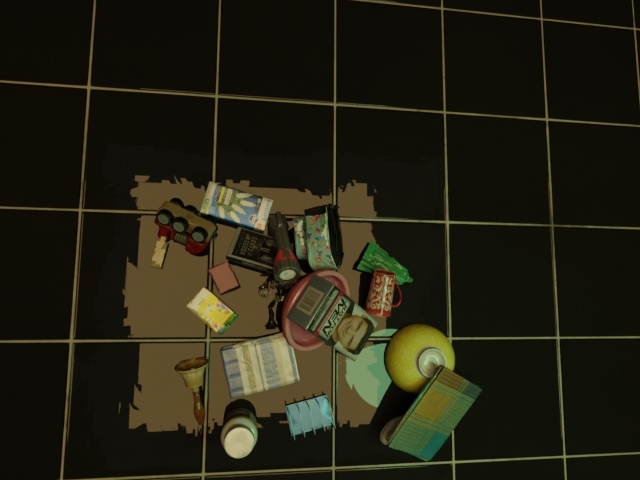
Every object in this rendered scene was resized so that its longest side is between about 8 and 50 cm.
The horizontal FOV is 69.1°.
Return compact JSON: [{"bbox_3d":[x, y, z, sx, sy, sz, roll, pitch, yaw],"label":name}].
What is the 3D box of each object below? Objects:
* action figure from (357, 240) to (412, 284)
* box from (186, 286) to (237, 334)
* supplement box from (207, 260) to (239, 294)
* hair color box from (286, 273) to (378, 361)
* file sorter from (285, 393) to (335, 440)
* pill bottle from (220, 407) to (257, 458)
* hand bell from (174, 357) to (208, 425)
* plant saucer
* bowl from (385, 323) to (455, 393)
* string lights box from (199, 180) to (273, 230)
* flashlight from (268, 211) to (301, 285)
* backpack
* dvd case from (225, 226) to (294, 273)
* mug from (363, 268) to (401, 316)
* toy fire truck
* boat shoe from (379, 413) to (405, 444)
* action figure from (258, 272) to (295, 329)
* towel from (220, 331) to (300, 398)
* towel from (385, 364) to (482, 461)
[{"bbox_3d":[0.279,0.115,1.929,0.232,0.063,0.137,29,78,0],"label":"action figure"},{"bbox_3d":[-0.420,0.276,1.813,0.179,0.043,0.105,42,79,0],"label":"box"},{"bbox_3d":[-0.364,0.145,1.762,0.081,0.188,0.104,-24,87,-11],"label":"supplement box"},{"bbox_3d":[0.056,0.296,1.736,0.185,0.114,0.374,-57,138,-10],"label":"hair color box"},{"bbox_3d":[-0.039,0.684,1.792,0.171,0.104,0.118,-12,85,-10],"label":"file sorter"},{"bbox_3d":[-0.294,0.700,1.686,0.131,0.229,0.131,1,83,-9],"label":"pill bottle"},{"bbox_3d":[-0.467,0.580,1.755,0.126,0.126,0.241,-9,98,-10],"label":"hand bell"},{"bbox_3d":[-0.027,0.259,1.781,0.332,0.084,0.331,-22,123,-38],"label":"plant saucer"},{"bbox_3d":[0.421,0.483,1.861,0.290,0.156,0.289,1,84,-9],"label":"bowl"},{"bbox_3d":[-0.333,-0.131,1.856,0.260,0.077,0.133,16,81,-7],"label":"string lights box"},{"bbox_3d":[-0.146,0.030,1.780,0.103,0.304,0.103,-33,132,15],"label":"flashlight"},{"bbox_3d":[0.000,0.000,1.822,0.191,0.225,0.253,-14,88,12],"label":"backpack"},{"bbox_3d":[-0.233,0.042,1.823,0.239,0.029,0.179,18,40,-7],"label":"dvd case"},{"bbox_3d":[0.253,0.206,1.877,0.113,0.150,0.169,16,103,35],"label":"mug"},{"bbox_3d":[-0.547,-0.002,1.793,0.217,0.246,0.158,27,37,-6],"label":"toy fire truck"},{"bbox_3d":[0.339,0.740,1.857,0.226,0.076,0.083,-33,89,-11],"label":"boat shoe"},{"bbox_3d":[-0.155,0.206,1.814,0.164,0.141,0.275,-2,86,-4],"label":"action figure"},{"bbox_3d":[-0.234,0.485,1.822,0.285,0.034,0.209,-13,88,-8],"label":"towel"},{"bbox_3d":[0.446,0.680,1.815,0.272,0.040,0.370,34,92,-29],"label":"towel"}]
